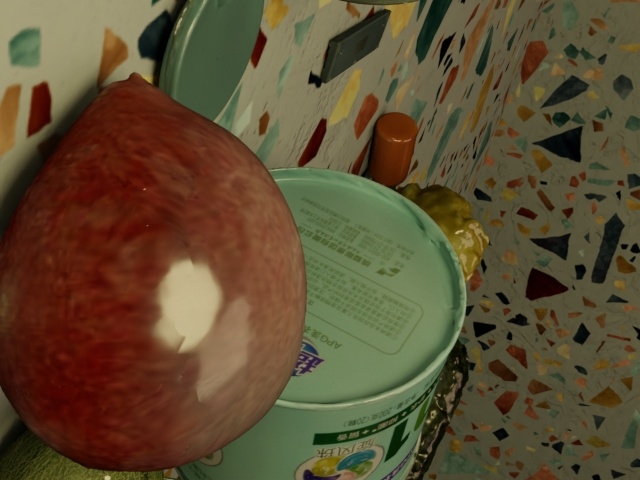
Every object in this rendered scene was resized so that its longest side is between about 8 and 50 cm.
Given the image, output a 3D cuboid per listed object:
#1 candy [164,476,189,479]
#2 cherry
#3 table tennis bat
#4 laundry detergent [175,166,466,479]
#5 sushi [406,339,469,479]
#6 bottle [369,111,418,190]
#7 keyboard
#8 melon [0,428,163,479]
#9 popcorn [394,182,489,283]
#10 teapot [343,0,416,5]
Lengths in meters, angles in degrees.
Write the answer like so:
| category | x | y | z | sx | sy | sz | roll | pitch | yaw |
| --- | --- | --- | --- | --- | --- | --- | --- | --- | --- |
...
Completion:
| category | x | y | z | sx | sy | sz | roll | pitch | yaw |
| --- | --- | --- | --- | --- | --- | --- | --- | --- | --- |
| candy | -0.179 | 0.221 | 0.855 | 0.035 | 0.122 | 0.035 | 141 | -37 | -61 |
| cherry | -0.104 | 0.027 | 0.608 | 0.239 | 0.206 | 0.239 | -44 | 155 | -27 |
| table tennis bat | -0.080 | -0.182 | 0.699 | 0.153 | 0.040 | 0.244 | -58 | 168 | -33 |
| laundry detergent | -0.022 | 0.130 | 0.920 | 0.287 | 0.287 | 0.305 | -54 | 161 | -40 |
| sushi | 0.076 | 0.260 | 1.497 | 0.352 | 0.294 | 0.178 | -62 | 163 | -20 |
| bottle | 0.111 | -0.122 | 1.452 | 0.069 | 0.069 | 0.187 | -56 | 165 | -35 |
| keyboard | 0.045 | -0.243 | 1.106 | 0.176 | 0.014 | 0.055 | -46 | 157 | -54 |
| melon | -0.202 | 0.220 | 0.714 | 0.192 | 0.139 | 0.139 | -64 | 166 | -7 |
| popcorn | 0.137 | 0.032 | 1.413 | 0.266 | 0.233 | 0.192 | -41 | 126 | -1 |
| teapot | 0.057 | -0.323 | 0.703 | 0.203 | 0.171 | 0.225 | -37 | 145 | -38 |
